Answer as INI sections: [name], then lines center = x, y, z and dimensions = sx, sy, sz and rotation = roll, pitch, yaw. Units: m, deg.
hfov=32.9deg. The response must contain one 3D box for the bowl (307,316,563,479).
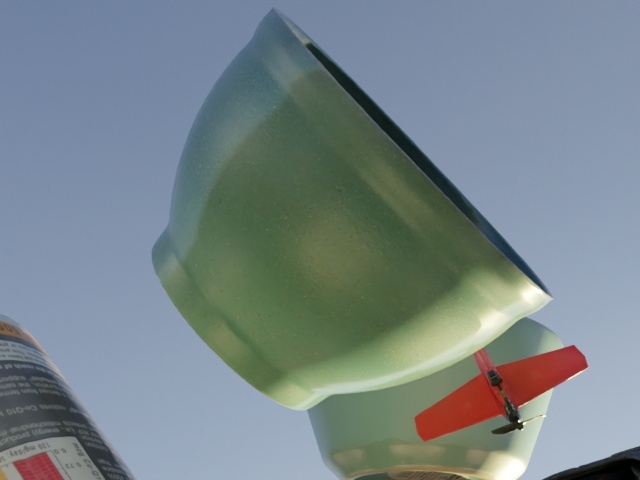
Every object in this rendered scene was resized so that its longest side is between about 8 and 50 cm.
[bowl]
center = 0.115, 0.197, 1.216
dimensions = 0.312, 0.163, 0.311
rotation = 3, -24, 1

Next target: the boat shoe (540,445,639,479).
[boat shoe]
center = 0.160, 0.124, 0.529
dimensions = 0.142, 0.049, 0.040
rotation = -17, -25, 1

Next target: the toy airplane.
[toy airplane]
center = 0.139, 0.104, 0.893
dimensions = 0.151, 0.151, 0.028
rotation = -11, -54, 21

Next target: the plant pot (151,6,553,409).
[plant pot]
center = 0.000, 0.000, 0.809
dimensions = 0.196, 0.293, 0.293
rotation = -43, -66, 8

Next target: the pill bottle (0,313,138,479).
[pill bottle]
center = -0.159, 0.174, 0.557
dimensions = 0.278, 0.162, 0.162
rotation = 44, -36, 35
